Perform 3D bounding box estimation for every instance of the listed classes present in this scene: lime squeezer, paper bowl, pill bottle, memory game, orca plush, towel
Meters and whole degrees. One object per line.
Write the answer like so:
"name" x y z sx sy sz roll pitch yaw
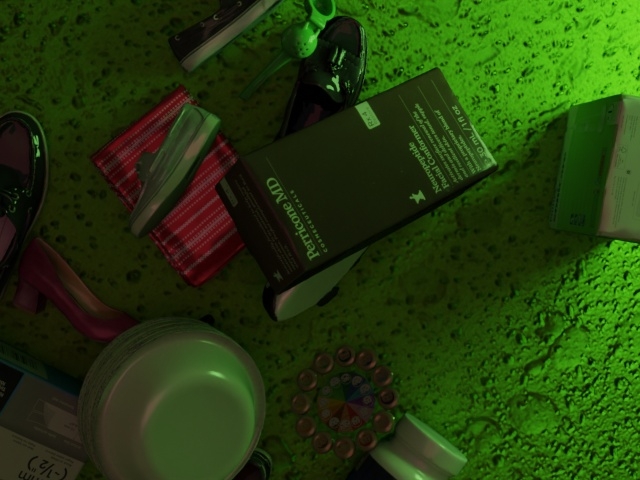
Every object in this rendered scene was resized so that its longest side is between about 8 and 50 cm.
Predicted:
"lime squeezer" -0.020 -0.345 1.750 0.058 0.110 0.310 30 91 -13
"paper bowl" -0.214 0.268 1.694 0.284 0.148 0.284 -7 105 -28
"pill bottle" 0.107 0.416 1.769 0.153 0.153 0.265 36 90 -4
"memory game" 0.037 0.257 1.782 0.186 0.012 0.186 -7 69 18
"orca plush" 0.000 0.000 1.771 0.102 0.151 0.287 38 88 30
"towel" -0.213 -0.084 1.790 0.199 0.031 0.275 -38 94 -1

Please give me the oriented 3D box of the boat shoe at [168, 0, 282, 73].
"boat shoe" -0.142 -0.360 1.761 0.228 0.080 0.076 -37 95 7

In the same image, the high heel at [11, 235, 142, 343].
"high heel" -0.366 0.084 1.767 0.244 0.082 0.117 20 102 9

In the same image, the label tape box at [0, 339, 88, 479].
"label tape box" -0.517 0.344 1.716 0.249 0.115 0.348 32 89 -26

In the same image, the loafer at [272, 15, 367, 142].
"loafer" -0.002 -0.215 1.760 0.109 0.095 0.303 24 91 -4

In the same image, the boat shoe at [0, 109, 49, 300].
"boat shoe" -0.516 -0.039 1.735 0.127 0.113 0.340 22 92 -3

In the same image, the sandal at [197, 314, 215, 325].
"sandal" -0.240 0.183 1.787 0.179 0.067 0.040 -32 105 -3

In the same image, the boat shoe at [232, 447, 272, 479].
"boat shoe" -0.147 0.449 1.797 0.084 0.079 0.233 23 93 -5

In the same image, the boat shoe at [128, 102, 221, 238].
"boat shoe" -0.245 -0.113 1.741 0.081 0.079 0.228 31 83 6

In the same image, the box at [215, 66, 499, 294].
"box" 0.057 -0.095 1.665 0.381 0.143 0.191 -29 85 -26

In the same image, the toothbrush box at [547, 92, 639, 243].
"toothbrush box" 0.452 -0.104 1.694 0.122 0.283 0.206 9 92 -4
